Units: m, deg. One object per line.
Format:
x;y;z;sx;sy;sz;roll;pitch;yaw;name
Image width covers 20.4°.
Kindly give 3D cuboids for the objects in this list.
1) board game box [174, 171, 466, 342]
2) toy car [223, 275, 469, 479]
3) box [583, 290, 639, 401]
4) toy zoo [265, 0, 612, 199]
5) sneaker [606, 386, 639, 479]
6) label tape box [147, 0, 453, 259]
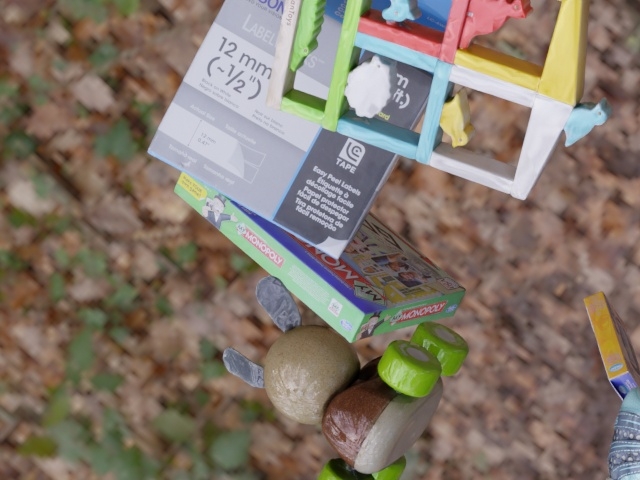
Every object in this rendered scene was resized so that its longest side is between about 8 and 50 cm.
0.000;0.000;2.177;0.317;0.213;0.046;40;118;27;board game box
0.006;0.119;1.569;0.188;0.149;0.155;32;110;14;toy car
0.341;0.133;2.022;0.081;0.028;0.136;49;-160;-45;box
0.105;-0.154;1.489;0.293;0.030;0.192;20;119;16;toy zoo
0.313;0.131;1.337;0.110;0.283;0.122;9;108;37;sneaker
0.000;-0.192;1.961;0.249;0.348;0.115;30;-164;3;label tape box
